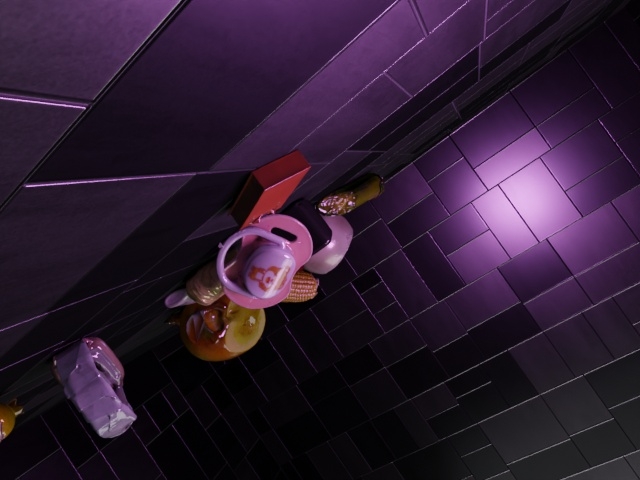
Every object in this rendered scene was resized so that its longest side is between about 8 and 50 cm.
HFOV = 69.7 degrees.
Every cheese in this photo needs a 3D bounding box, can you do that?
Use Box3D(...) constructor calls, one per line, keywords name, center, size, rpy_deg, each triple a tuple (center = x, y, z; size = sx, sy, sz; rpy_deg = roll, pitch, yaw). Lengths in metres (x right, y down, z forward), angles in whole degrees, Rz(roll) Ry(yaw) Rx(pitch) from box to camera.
Box3D(name="cheese", center=(-0.349, 0.122, 1.569), size=(0.226, 0.117, 0.214), rpy_deg=(-40, 177, -33))

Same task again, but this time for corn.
Box3D(name="corn", center=(-0.193, 0.194, 1.938), size=(0.387, 0.144, 0.144), rpy_deg=(1, 161, -25))

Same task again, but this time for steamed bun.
Box3D(name="steamed bun", center=(0.000, 0.000, 2.249), size=(0.324, 0.206, 0.324), rpy_deg=(-50, -162, 24))

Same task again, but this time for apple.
Box3D(name="apple", center=(-0.457, 0.371, 2.121), size=(0.383, 0.374, 0.374), rpy_deg=(-30, 178, 1))

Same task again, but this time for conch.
Box3D(name="conch", center=(-0.664, 0.368, 2.298), size=(0.232, 0.086, 0.080), rpy_deg=(-32, 177, -30))

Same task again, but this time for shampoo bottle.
Box3D(name="shampoo bottle", center=(-0.475, 0.205, 1.707), size=(0.108, 0.051, 0.221), rpy_deg=(-31, 170, 16))

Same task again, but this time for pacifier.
Box3D(name="pacifier", center=(-0.170, 0.060, 1.425), size=(0.332, 0.220, 0.273), rpy_deg=(-60, 171, 16))

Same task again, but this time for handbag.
Box3D(name="handbag", center=(-0.112, -0.101, 0.964), size=(0.127, 0.063, 0.190), rpy_deg=(-34, 174, -33))

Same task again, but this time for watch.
Box3D(name="watch", center=(-0.629, 0.425, 1.289), size=(0.161, 0.253, 0.241), rpy_deg=(-34, -145, -18))

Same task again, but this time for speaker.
Box3D(name="speaker", center=(-0.108, -0.007, 1.665), size=(0.388, 0.180, 0.184), rpy_deg=(-35, -175, 39))

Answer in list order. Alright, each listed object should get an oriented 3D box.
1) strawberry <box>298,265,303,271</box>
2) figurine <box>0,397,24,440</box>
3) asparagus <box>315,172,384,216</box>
Box3D(name="strawberry", center=(-0.206, 0.115, 2.126), size=(0.274, 0.221, 0.274), rpy_deg=(-10, 143, -7))
Box3D(name="figurine", center=(-0.930, 0.512, 1.230), size=(0.234, 0.127, 0.185), rpy_deg=(-22, 164, -30))
Box3D(name="asparagus", center=(0.137, -0.192, 1.980), size=(0.382, 0.128, 0.108), rpy_deg=(-31, 140, -44))
